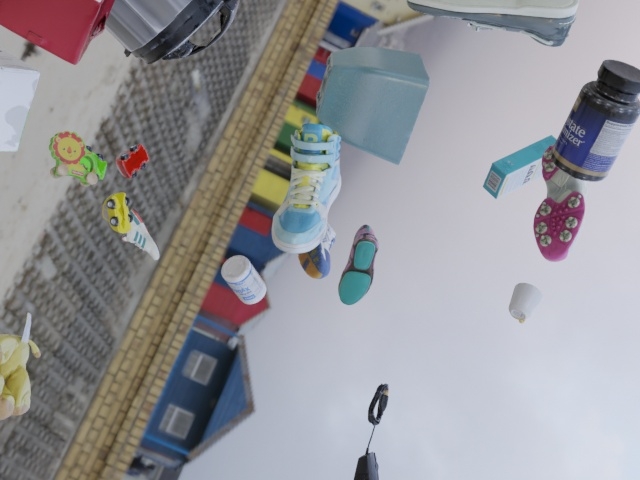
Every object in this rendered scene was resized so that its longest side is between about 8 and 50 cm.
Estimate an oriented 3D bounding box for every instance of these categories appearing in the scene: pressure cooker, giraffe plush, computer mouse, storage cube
[{"bbox_3d":[-0.430,-0.667,2.099,0.375,0.420,0.370,-47,-155,-2],"label":"pressure cooker"},{"bbox_3d":[-0.655,0.235,1.532,0.181,0.170,0.210,81,9,-50],"label":"giraffe plush"},{"bbox_3d":[0.104,0.386,1.500,0.071,0.041,0.242,37,62,-59],"label":"computer mouse"},{"bbox_3d":[-0.509,-0.504,1.582,0.193,0.215,0.183,-42,-156,49],"label":"storage cube"}]

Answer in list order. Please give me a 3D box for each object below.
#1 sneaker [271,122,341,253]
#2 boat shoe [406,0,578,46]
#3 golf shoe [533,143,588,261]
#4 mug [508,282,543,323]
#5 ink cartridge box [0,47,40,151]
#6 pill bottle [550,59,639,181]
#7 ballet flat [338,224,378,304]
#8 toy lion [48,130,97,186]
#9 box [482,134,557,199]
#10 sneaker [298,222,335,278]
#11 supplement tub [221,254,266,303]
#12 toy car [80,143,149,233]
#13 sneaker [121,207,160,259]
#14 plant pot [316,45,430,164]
[{"bbox_3d":[-0.033,-0.133,1.753,0.319,0.127,0.208,-72,166,-50],"label":"sneaker"},{"bbox_3d":[0.310,-0.421,1.500,0.099,0.319,0.116,83,23,-47],"label":"boat shoe"},{"bbox_3d":[0.563,-0.075,1.829,0.115,0.140,0.306,-3,-121,35],"label":"golf shoe"},{"bbox_3d":[0.428,0.137,1.681,0.062,0.078,0.064,-14,-147,50],"label":"mug"},{"bbox_3d":[-0.782,-0.345,1.803,0.115,0.273,0.198,-11,128,-60],"label":"ink cartridge box"},{"bbox_3d":[0.550,-0.235,1.579,0.123,0.123,0.219,-76,-178,-56],"label":"pill bottle"},{"bbox_3d":[0.093,0.054,1.888,0.079,0.077,0.221,-78,180,-50],"label":"ballet flat"},{"bbox_3d":[-0.480,-0.162,1.564,0.034,0.100,0.096,-11,-111,45],"label":"toy lion"},{"bbox_3d":[0.578,-0.210,2.281,0.244,0.060,0.100,-25,148,-28],"label":"box"},{"bbox_3d":[0.000,0.000,2.371,0.112,0.131,0.296,-54,-144,31],"label":"sneaker"},{"bbox_3d":[-0.173,0.089,1.819,0.107,0.071,0.071,60,43,-48],"label":"supplement tub"},{"bbox_3d":[-0.514,-0.156,1.904,0.225,0.053,0.239,40,52,-53],"label":"toy car"},{"bbox_3d":[-0.511,-0.006,2.245,0.075,0.161,0.057,-30,-161,-13],"label":"sneaker"},{"bbox_3d":[0.125,-0.388,2.165,0.248,0.252,0.247,-91,-162,-60],"label":"plant pot"}]
